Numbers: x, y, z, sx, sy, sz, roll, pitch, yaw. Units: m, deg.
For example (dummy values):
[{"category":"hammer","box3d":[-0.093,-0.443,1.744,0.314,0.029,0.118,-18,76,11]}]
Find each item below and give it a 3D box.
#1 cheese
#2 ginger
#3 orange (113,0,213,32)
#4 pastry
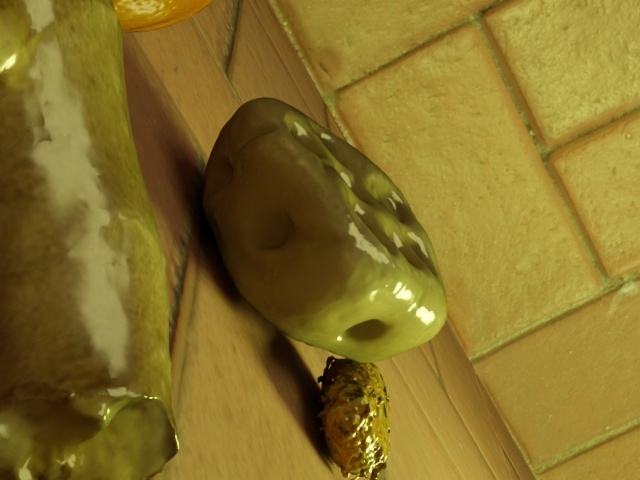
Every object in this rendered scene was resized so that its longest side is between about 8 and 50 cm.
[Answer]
[{"category":"cheese","box3d":[0.000,0.000,0.939,0.235,0.117,0.218,47,15,-3]},{"category":"ginger","box3d":[-0.158,-0.081,0.444,0.236,0.166,0.376,-1,-86,60]},{"category":"orange","box3d":[-0.139,-0.226,0.686,0.240,0.171,0.240,45,21,-23]},{"category":"pastry","box3d":[0.027,0.134,0.961,0.140,0.056,0.080,-99,171,-73]}]
